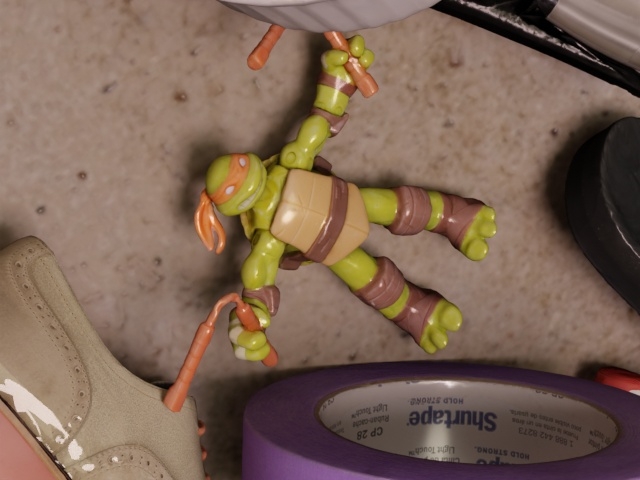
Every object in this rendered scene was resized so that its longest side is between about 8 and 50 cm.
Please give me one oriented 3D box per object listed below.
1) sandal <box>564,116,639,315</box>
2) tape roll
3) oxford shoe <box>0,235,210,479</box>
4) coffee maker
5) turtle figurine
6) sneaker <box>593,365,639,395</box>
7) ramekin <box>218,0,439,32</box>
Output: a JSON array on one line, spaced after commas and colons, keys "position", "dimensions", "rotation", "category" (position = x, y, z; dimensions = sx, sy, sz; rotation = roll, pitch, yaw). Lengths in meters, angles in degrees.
[{"position": [0.360, 0.070, 0.985], "dimensions": [0.445, 0.107, 0.167], "rotation": [37, 48, -21], "category": "sandal"}, {"position": [0.088, 0.149, 0.844], "dimensions": [0.274, 0.275, 0.090], "rotation": [-1, 99, -20], "category": "tape roll"}, {"position": [-0.103, 0.171, 0.856], "dimensions": [0.146, 0.140, 0.397], "rotation": [-50, 123, -28], "category": "oxford shoe"}, {"position": [0.149, -0.167, 0.892], "dimensions": [0.178, 0.171, 0.120], "rotation": [24, 68, -2], "category": "coffee maker"}, {"position": [0.000, 0.000, 0.885], "dimensions": [0.217, 0.087, 0.270], "rotation": [24, 76, -32], "category": "turtle figurine"}, {"position": [0.273, 0.188, 1.022], "dimensions": [0.221, 0.087, 0.128], "rotation": [28, 88, -21], "category": "sneaker"}, {"position": [-0.001, -0.249, 0.758], "dimensions": [0.277, 0.135, 0.277], "rotation": [-2, 83, 15], "category": "ramekin"}]
